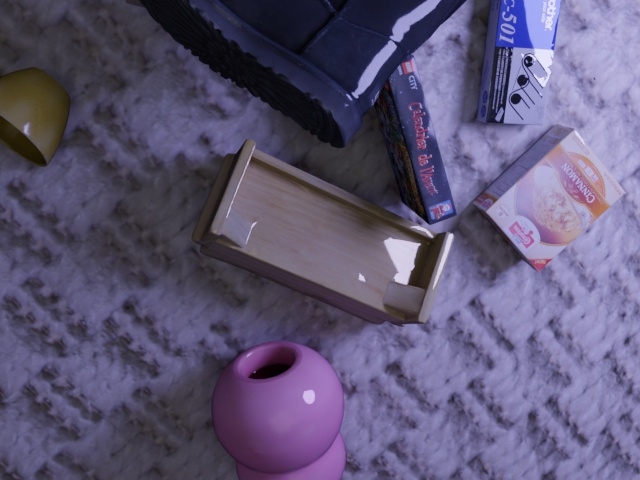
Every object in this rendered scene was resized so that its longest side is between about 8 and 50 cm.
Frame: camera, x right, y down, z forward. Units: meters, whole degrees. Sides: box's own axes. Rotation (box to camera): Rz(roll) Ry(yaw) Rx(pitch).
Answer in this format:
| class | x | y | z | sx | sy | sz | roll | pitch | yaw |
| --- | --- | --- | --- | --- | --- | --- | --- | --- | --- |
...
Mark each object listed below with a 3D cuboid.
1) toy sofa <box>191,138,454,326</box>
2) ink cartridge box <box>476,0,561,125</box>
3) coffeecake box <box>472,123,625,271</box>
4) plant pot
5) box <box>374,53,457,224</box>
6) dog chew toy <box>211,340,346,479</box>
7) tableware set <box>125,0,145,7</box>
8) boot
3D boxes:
| class | x | y | z | sx | sy | sz | roll | pitch | yaw |
| --- | --- | --- | --- | --- | --- | --- | --- | --- | --- |
| toy sofa | 0.000 | 0.000 | 1.102 | 0.362 | 0.177 | 0.150 | 23 | 76 | -13 |
| ink cartridge box | 0.302 | -0.283 | 1.103 | 0.097 | 0.046 | 0.207 | 1 | 105 | -9 |
| coffeecake box | 0.363 | -0.068 | 1.158 | 0.185 | 0.068 | 0.142 | -44 | 107 | 5 |
| plant pot | -0.403 | -0.182 | 1.001 | 0.134 | 0.134 | 0.095 | 41 | 69 | -16 |
| box | 0.127 | -0.153 | 1.055 | 0.044 | 0.159 | 0.233 | -19 | 106 | -2 |
| dog chew toy | -0.050 | 0.328 | 1.148 | 0.206 | 0.207 | 0.332 | -14 | 115 | -4 |
| tableware set | -0.273 | -0.399 | 0.998 | 0.194 | 0.039 | 0.128 | 13 | 115 | -5 |
| boot | 0.022 | -0.388 | 0.931 | 0.367 | 0.146 | 0.445 | 37 | 78 | 3 |
